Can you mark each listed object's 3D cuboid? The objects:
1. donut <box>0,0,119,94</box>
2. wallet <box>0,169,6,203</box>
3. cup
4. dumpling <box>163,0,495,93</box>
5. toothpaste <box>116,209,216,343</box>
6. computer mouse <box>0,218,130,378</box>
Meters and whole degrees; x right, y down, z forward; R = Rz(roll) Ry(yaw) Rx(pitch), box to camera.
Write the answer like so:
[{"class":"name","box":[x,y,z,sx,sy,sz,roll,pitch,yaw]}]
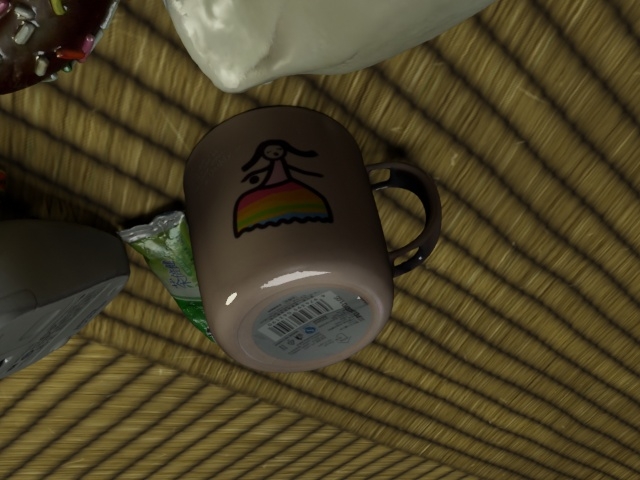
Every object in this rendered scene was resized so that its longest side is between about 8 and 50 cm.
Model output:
[{"class":"donut","box":[-0.262,-0.203,0.474,0.269,0.103,0.270,-10,138,-9]},{"class":"wallet","box":[-0.424,-0.044,0.629,0.241,0.067,0.141,21,129,-35]},{"class":"cup","box":[0.000,0.000,0.699,0.252,0.200,0.191,-11,139,-5]},{"class":"dumpling","box":[0.023,-0.252,0.467,0.341,0.181,0.260,-6,126,43]},{"class":"toothpaste","box":[-0.146,0.055,0.837,0.078,0.047,0.248,-18,137,5]},{"class":"computer mouse","box":[-0.308,0.054,0.679,0.121,0.297,0.184,45,105,2]}]
